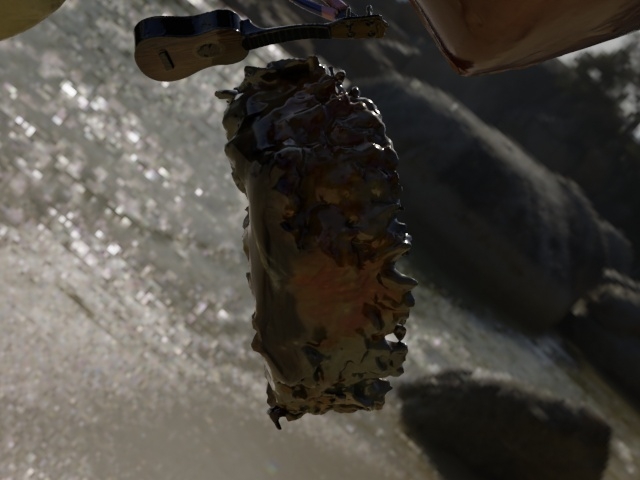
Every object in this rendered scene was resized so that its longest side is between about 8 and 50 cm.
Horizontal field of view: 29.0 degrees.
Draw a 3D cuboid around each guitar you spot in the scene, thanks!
[{"bbox_3d":[-0.063,-0.218,1.303,0.084,0.271,0.038,64,20,-65],"label":"guitar"}]

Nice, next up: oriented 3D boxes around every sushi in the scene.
[{"bbox_3d":[0.000,-0.001,1.339,0.417,0.176,0.417,171,-90,-89],"label":"sushi"}]

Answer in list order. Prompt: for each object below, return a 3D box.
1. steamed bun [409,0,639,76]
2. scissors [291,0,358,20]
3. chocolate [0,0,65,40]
[{"bbox_3d":[0.206,-0.267,0.725,0.235,0.379,0.248,61,-28,11],"label":"steamed bun"},{"bbox_3d":[0.007,-0.296,1.555,0.113,0.039,0.012,34,-21,35],"label":"scissors"},{"bbox_3d":[-0.443,-0.389,1.556,0.297,0.314,0.326,73,18,-48],"label":"chocolate"}]
